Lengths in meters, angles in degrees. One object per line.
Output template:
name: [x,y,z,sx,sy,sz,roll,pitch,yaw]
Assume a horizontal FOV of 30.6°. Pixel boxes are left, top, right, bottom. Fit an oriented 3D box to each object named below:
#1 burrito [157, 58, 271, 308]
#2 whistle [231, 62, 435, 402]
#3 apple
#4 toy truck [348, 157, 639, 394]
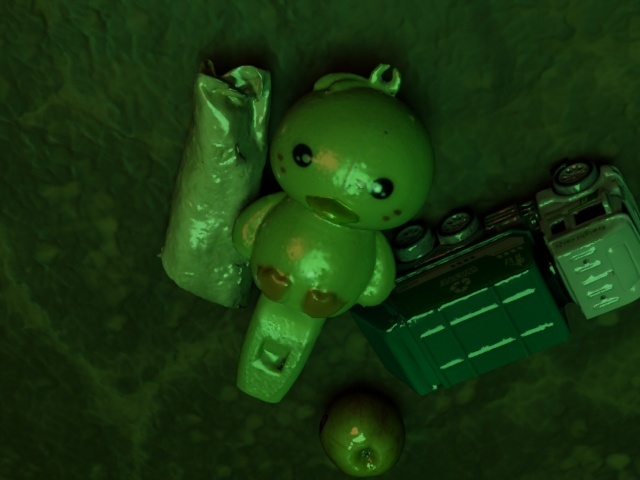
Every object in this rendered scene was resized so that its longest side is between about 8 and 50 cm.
burrito: [-0.085,-0.048,0.974,0.087,0.060,0.226,10,121,-3]
whistle: [0.000,0.000,0.925,0.141,0.141,0.294,20,95,-9]
apple: [0.039,0.184,1.095,0.084,0.071,0.084,1,120,2]
toy truck: [0.150,0.036,0.980,0.253,0.124,0.114,-23,119,17]
